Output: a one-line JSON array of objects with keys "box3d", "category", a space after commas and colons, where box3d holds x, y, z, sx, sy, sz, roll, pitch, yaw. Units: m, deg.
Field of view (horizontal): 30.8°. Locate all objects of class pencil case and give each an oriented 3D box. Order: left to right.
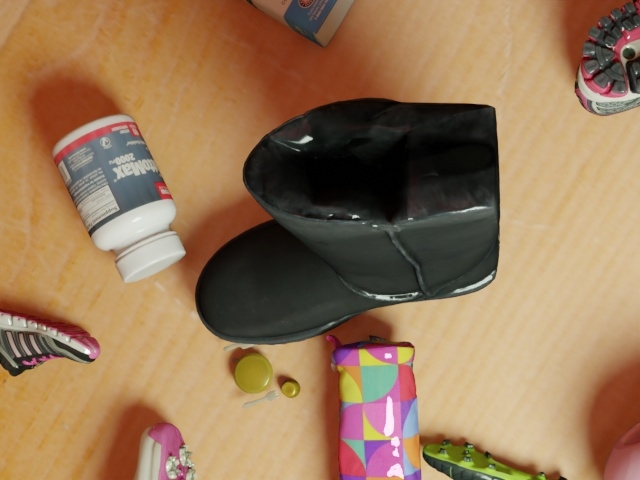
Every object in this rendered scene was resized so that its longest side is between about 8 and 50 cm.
[{"box3d": [0.063, 0.222, 1.303, 0.104, 0.104, 0.236, -4, 88, 11], "category": "pencil case"}]

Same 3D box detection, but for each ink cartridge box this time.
[{"box3d": [-0.043, -0.336, 1.356, 0.190, 0.082, 0.140, 32, 94, 9], "category": "ink cartridge box"}]

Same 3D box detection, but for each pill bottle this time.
[{"box3d": [-0.233, -0.048, 1.370, 0.108, 0.108, 0.180, -28, 84, 9], "category": "pill bottle"}]

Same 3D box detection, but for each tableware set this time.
[{"box3d": [-0.064, 0.115, 1.375, 0.104, 0.024, 0.154, -19, 83, 7], "category": "tableware set"}]

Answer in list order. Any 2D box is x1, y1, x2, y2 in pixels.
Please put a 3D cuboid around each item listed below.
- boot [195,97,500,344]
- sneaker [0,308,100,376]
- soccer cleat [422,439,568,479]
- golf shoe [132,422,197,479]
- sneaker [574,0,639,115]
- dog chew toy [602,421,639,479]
[{"box3d": [0.002, -0.001, 1.137, 0.367, 0.445, 0.146, -16, 81, 6], "category": "boot"}, {"box3d": [-0.347, 0.133, 1.410, 0.170, 0.063, 0.075, 13, 90, 16], "category": "sneaker"}, {"box3d": [0.194, 0.280, 1.300, 0.179, 0.060, 0.072, 19, 104, 11], "category": "soccer cleat"}, {"box3d": [-0.220, 0.365, 1.353, 0.140, 0.115, 0.306, 2, 87, 15], "category": "golf shoe"}, {"box3d": [0.399, -0.241, 1.254, 0.299, 0.112, 0.121, -29, 76, -6], "category": "sneaker"}, {"box3d": [0.433, 0.326, 1.178, 0.206, 0.206, 0.332, -31, 86, 9], "category": "dog chew toy"}]
